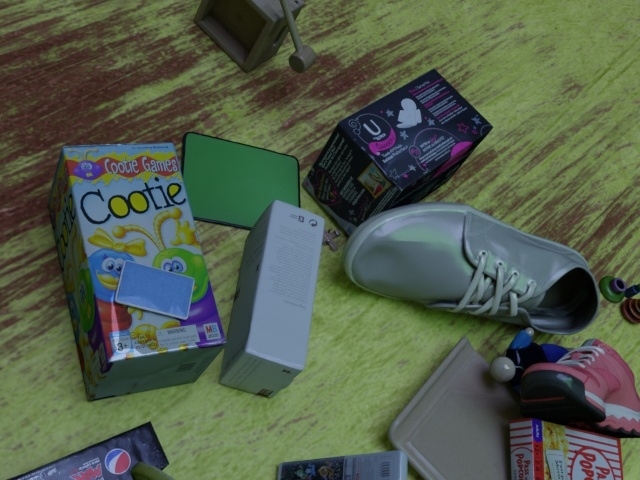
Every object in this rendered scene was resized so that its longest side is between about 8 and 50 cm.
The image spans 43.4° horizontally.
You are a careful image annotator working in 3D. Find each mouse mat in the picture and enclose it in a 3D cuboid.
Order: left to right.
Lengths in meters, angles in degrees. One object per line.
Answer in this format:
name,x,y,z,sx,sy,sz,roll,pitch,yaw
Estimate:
mouse mat,-0.117,-0.083,1.204,0.189,0.007,0.153,12,58,-22

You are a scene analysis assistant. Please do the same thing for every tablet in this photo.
tablet,-0.185,0.056,0.904,0.083,0.006,0.054,17,56,-18

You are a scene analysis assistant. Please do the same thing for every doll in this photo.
doll,0.323,0.196,1.208,0.189,0.046,0.129,9,71,-40

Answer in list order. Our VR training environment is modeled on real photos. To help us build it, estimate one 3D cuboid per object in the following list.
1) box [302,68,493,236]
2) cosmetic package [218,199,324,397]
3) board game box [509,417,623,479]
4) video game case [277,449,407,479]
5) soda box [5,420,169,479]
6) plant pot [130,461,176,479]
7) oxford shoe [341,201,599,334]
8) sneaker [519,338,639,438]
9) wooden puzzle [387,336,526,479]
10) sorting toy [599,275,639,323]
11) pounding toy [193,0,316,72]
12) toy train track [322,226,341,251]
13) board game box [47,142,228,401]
box,0.118,-0.134,1.255,0.247,0.163,0.142,-33,77,-37
cosmetic package,-0.064,0.077,1.069,0.085,0.117,0.231,20,54,-15
board game box,0.352,0.341,1.139,0.193,0.045,0.147,18,63,-30
video game case,0.019,0.345,0.931,0.022,0.173,0.190,44,41,-46
soda box,-0.259,0.264,0.896,0.169,0.053,0.060,-18,72,-33
plant pot,-0.159,0.401,0.761,0.276,0.276,0.254,42,64,1
oxford shoe,0.245,0.051,1.203,0.449,0.169,0.130,12,29,-25
sneaker,0.375,0.202,1.168,0.314,0.116,0.136,28,59,-45
wooden puzzle,0.224,0.289,1.142,0.239,0.044,0.221,49,52,0
sorting toy,0.544,0.096,1.415,0.061,0.042,0.102,-33,80,-37
pounding toy,-0.074,-0.355,1.273,0.206,0.181,0.094,44,52,2
toy train track,0.000,0.000,1.210,0.083,0.014,0.048,-27,76,-35
board game box,-0.233,0.034,0.988,0.142,0.144,0.275,-6,65,-29
